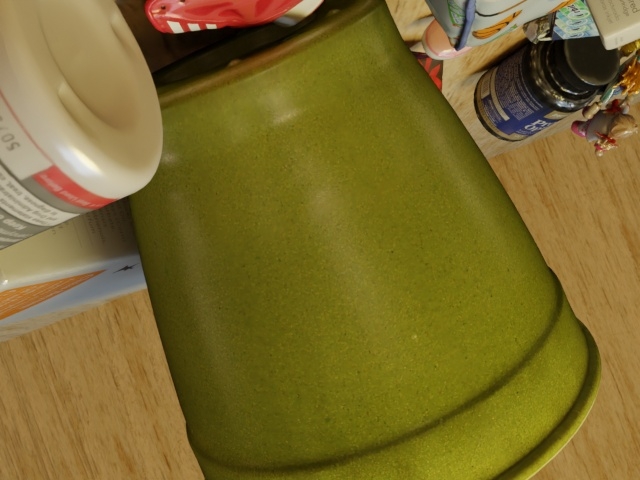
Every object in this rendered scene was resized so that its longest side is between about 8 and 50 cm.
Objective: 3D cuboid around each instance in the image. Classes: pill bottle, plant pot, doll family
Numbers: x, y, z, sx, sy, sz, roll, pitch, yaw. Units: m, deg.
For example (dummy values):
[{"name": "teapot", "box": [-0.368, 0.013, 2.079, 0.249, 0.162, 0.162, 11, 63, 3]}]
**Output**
[{"name": "pill bottle", "box": [-0.250, -0.053, 0.553, 0.283, 0.161, 0.161, -22, 176, 14]}, {"name": "pill bottle", "box": [0.326, -0.231, 1.399, 0.123, 0.122, 0.219, -19, 176, -25]}, {"name": "plant pot", "box": [0.000, 0.000, 0.802, 0.366, 0.353, 0.366, -21, -161, 8]}, {"name": "doll family", "box": [0.448, -0.257, 1.412, 0.263, 0.118, 0.163, -54, -166, 0]}]

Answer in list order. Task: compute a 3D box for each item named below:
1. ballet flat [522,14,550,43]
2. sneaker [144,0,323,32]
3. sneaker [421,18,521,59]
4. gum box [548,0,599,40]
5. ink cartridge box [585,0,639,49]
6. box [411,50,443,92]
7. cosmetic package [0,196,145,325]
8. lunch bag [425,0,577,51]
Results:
[{"name": "ballet flat", "box": [0.317, -0.284, 1.235, 0.114, 0.041, 0.041, -23, 176, 24]}, {"name": "sneaker", "box": [-0.042, -0.171, 0.580, 0.128, 0.087, 0.221, -20, 175, -25]}, {"name": "sneaker", "box": [0.174, -0.240, 1.032, 0.134, 0.051, 0.070, -23, 175, -17]}, {"name": "gum box", "box": [0.343, -0.270, 1.030, 0.184, 0.041, 0.157, -5, 169, 9]}, {"name": "ink cartridge box", "box": [0.319, -0.266, 0.787, 0.231, 0.134, 0.078, -23, 175, 18]}, {"name": "box", "box": [0.034, -0.097, 1.069, 0.057, 0.201, 0.293, 15, -157, 36]}, {"name": "cosmetic package", "box": [-0.248, -0.025, 0.948, 0.230, 0.161, 0.453, -23, 176, 27]}, {"name": "lunch bag", "box": [0.175, -0.237, 0.619, 0.243, 0.115, 0.303, -26, 177, 2]}]
